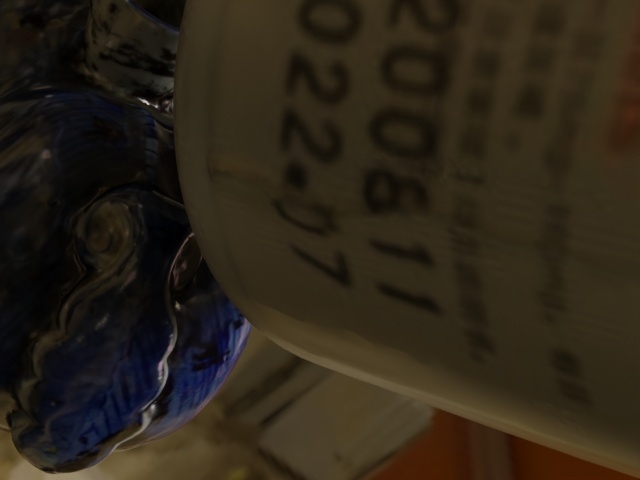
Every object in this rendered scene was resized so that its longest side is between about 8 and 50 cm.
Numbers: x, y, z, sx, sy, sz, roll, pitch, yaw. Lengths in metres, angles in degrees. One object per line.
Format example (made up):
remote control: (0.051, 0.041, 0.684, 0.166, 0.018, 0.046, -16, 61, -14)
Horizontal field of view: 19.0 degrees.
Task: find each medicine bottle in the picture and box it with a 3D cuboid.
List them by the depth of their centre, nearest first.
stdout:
medicine bottle: (0.153, -0.023, 0.520, 0.371, 0.211, 0.211, 15, -5, 41)

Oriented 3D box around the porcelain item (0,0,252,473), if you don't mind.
porcelain item: (-0.084, -0.052, 0.775, 0.138, 0.186, 0.288, 19, 36, -19)
